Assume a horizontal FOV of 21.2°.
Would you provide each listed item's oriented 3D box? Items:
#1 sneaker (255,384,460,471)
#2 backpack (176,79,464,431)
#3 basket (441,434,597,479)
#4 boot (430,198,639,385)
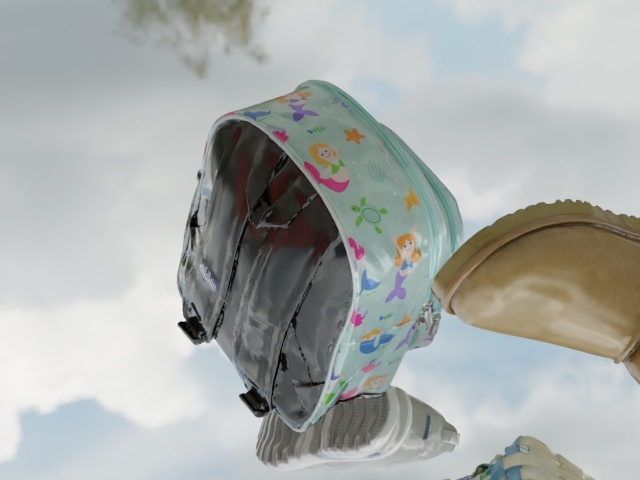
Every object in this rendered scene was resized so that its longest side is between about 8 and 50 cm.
[{"bbox_3d":[0.028,0.196,1.710,0.115,0.105,0.281,23,168,-26],"label":"sneaker"},{"bbox_3d":[0.000,0.000,1.397,0.191,0.253,0.225,-25,-123,-27],"label":"backpack"},{"bbox_3d":[0.133,0.318,1.414,0.201,0.289,0.255,32,-167,-2],"label":"basket"},{"bbox_3d":[0.221,0.096,1.020,0.236,0.089,0.269,-4,-132,-39],"label":"boot"}]
